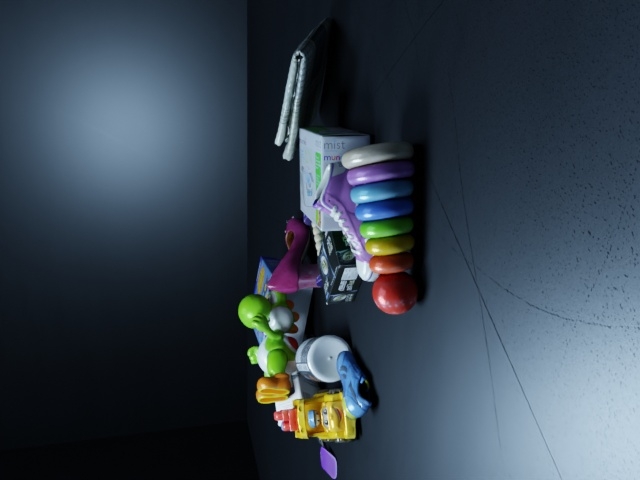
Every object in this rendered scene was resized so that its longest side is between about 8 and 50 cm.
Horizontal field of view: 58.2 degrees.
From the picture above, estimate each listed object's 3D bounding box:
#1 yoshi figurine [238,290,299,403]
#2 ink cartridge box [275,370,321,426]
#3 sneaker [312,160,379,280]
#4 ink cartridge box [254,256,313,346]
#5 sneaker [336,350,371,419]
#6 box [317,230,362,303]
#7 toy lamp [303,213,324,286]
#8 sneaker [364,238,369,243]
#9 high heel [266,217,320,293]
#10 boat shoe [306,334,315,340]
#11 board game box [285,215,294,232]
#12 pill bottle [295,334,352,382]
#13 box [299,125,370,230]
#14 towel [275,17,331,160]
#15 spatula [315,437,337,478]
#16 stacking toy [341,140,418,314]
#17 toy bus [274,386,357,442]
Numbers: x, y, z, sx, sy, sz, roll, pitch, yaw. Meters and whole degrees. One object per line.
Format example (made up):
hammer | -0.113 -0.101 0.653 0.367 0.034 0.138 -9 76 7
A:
yoshi figurine | -0.182 0.316 1.826 0.203 0.204 0.362 36 -138 -47
ink cartridge box | -0.074 0.494 1.901 0.172 0.100 0.237 44 -151 -54
sneaker | 0.059 -0.042 1.312 0.102 0.161 0.282 -167 74 -74
ink cartridge box | -0.160 0.223 2.162 0.395 0.151 0.269 -138 58 -73
sneaker | 0.094 0.354 1.471 0.082 0.069 0.209 -46 28 25
box | 0.053 0.058 1.513 0.180 0.078 0.147 105 158 -51
toy lamp | 0.000 0.000 1.721 0.080 0.080 0.274 115 147 -61
sneaker | 0.136 -0.062 1.236 0.076 0.065 0.166 5 101 59
high heel | -0.120 0.036 1.976 0.377 0.182 0.127 -115 26 -55
boat shoe | -0.027 0.346 1.944 0.142 0.049 0.040 170 97 -78
board game box | -0.118 -0.009 2.259 0.168 0.033 0.133 -108 21 -46
pill bottle | 0.000 0.343 1.673 0.246 0.131 0.130 138 128 -72
box | 0.033 -0.166 1.463 0.262 0.127 0.231 -130 38 -69
towel | -0.046 -0.422 1.596 0.312 0.056 0.324 -69 -8 -51
spatula | 0.000 0.689 1.937 0.296 0.030 0.084 -138 45 -70
stacking toy | 0.133 -0.019 1.120 0.141 0.141 0.330 178 83 -76
toy bus | -0.018 0.494 1.614 0.220 0.212 0.149 133 134 -69
